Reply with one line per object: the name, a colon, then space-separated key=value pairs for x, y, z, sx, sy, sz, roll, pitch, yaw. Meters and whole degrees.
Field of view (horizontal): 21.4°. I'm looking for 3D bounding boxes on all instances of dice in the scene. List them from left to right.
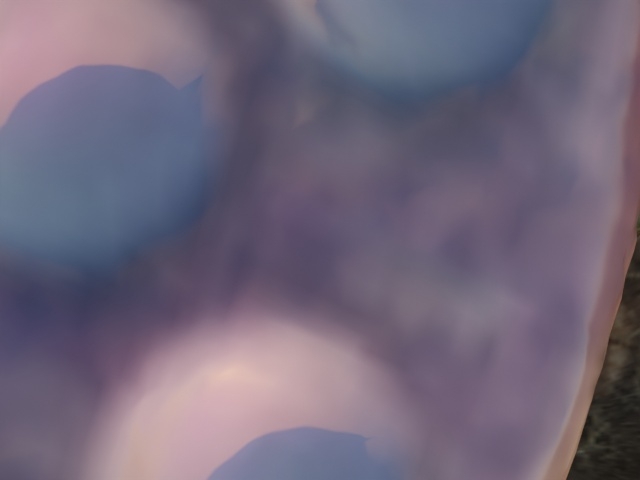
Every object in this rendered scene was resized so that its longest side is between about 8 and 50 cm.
dice: x=-0.087 y=-0.019 z=0.458 sx=0.270 sy=0.270 sz=0.271 roll=19 pitch=82 yaw=-14

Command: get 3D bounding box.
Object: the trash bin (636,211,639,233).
trash bin: x=0.158 y=-0.189 z=1.307 sx=0.343 sy=0.223 sz=0.158 roll=35 pitch=118 yaw=-6
